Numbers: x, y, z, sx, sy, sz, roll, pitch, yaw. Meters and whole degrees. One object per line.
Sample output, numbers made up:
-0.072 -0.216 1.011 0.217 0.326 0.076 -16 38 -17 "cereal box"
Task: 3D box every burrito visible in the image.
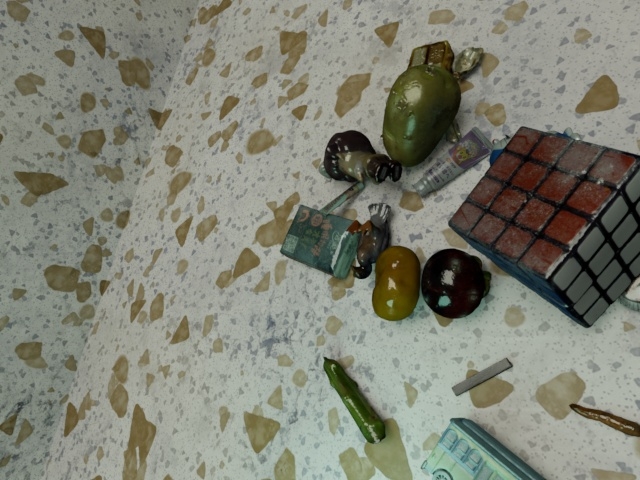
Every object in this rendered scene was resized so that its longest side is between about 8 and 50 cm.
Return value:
0.481 -0.403 1.613 0.055 0.041 0.149 -27 61 37 "burrito"

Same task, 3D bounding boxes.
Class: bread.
0.421 -0.663 1.727 0.181 0.096 0.222 6 75 35 "bread"

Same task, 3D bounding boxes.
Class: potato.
0.337 -0.432 1.560 0.219 0.269 0.359 49 128 41 "potato"

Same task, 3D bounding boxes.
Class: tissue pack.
0.000 0.000 1.763 0.315 0.103 0.228 20 85 40 "tissue pack"

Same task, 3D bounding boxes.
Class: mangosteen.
0.418 0.137 1.358 0.216 0.216 0.216 -14 65 31 "mangosteen"

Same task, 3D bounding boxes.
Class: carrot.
0.718 0.449 1.114 0.165 0.035 0.036 14 81 41 "carrot"

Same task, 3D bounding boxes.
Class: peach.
0.244 0.142 1.459 0.251 0.153 0.251 -165 90 -81 "peach"

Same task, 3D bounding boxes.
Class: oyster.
0.548 -0.665 1.662 0.148 0.051 0.103 -46 48 -8 "oyster"

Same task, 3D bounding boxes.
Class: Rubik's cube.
0.614 -0.041 1.147 0.344 0.337 0.344 -52 38 8 "Rubik's cube"

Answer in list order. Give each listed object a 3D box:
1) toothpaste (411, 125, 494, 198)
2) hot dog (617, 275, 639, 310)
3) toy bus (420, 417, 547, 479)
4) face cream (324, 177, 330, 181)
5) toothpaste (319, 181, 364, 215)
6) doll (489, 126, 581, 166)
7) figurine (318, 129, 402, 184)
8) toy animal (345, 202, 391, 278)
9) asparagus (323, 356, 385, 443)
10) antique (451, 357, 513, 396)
0.461 -0.266 1.559 0.299 0.073 0.114 -39 72 13 "toothpaste"
0.880 0.076 1.118 0.268 0.075 0.144 -37 58 17 "hot dog"
0.447 0.636 1.159 0.312 0.152 0.190 34 93 40 "toy bus"
0.057 -0.306 1.894 0.038 0.020 0.115 40 100 38 "face cream"
0.085 -0.167 1.758 0.205 0.036 0.056 -37 35 -12 "toothpaste"
0.654 -0.273 1.359 0.256 0.215 0.161 -18 100 19 "doll"
0.158 -0.279 1.675 0.218 0.206 0.365 -18 41 -20 "figurine"
0.178 -0.005 1.595 0.122 0.185 0.298 -2 46 36 "toy animal"
0.108 0.534 1.489 0.082 0.085 0.343 -47 51 7 "asparagus"
0.479 0.407 1.314 0.192 0.015 0.031 -36 54 18 "antique"
